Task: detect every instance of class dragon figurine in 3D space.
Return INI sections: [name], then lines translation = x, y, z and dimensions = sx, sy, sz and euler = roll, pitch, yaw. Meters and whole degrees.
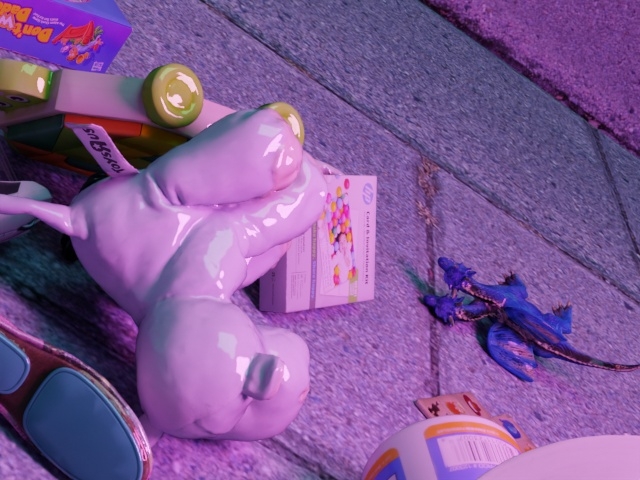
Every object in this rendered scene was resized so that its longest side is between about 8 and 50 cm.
[dragon figurine]
translation = 0.262, 0.117, 1.605
dimensions = 0.289, 0.085, 0.144
euler = 37, 24, 8

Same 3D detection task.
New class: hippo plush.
[hippo plush]
translation = -0.083, 0.039, 1.051
dimensions = 0.294, 0.234, 0.237
euler = 34, 26, -59

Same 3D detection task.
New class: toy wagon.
[toy wagon]
translation = -0.195, -0.108, 1.190
dimensions = 0.344, 0.267, 0.068
euler = 16, 76, -41

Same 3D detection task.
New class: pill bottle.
[pill bottle]
translation = 0.127, 0.282, 1.015
dimensions = 0.152, 0.152, 0.272
euler = 27, 26, -26

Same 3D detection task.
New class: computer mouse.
[computer mouse]
translation = -0.268, -0.017, 1.090
dimensions = 0.193, 0.106, 0.042
euler = -2, 56, -42

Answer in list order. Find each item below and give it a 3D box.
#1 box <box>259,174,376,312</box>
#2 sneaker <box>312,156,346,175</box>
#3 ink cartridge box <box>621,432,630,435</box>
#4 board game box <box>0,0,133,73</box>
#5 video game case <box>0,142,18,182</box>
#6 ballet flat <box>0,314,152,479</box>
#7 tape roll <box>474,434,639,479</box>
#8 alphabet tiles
[box]
translation = 0.000, 0.000, 1.385
dimensions = 0.038, 0.145, 0.186
euler = 3, 3, 31
[sneaker]
translation = -0.063, -0.084, 1.485
dimensions = 0.281, 0.105, 0.115
euler = 27, 18, -32
[ink cartridge box]
translation = 0.248, 0.298, 1.086
dimensions = 0.093, 0.212, 0.154
euler = 26, 26, -20
[board game box]
translation = -0.400, -0.355, 1.526
dimensions = 0.233, 0.078, 0.347
euler = 13, 34, -46
[video game case]
translation = -0.371, -0.098, 1.157
dimensions = 0.183, 0.023, 0.201
euler = 14, 33, -44
[ballet flat]
translation = -0.214, 0.107, 0.956
dimensions = 0.221, 0.077, 0.079
euler = 36, 3, -4
[tape roll]
translation = 0.194, 0.266, 0.819
dimensions = 0.286, 0.286, 0.100
euler = -116, -171, -46
[alphabet tiles]
translation = 0.205, 0.256, 1.365
dimensions = 0.237, 0.009, 0.198
euler = 49, 25, 26
